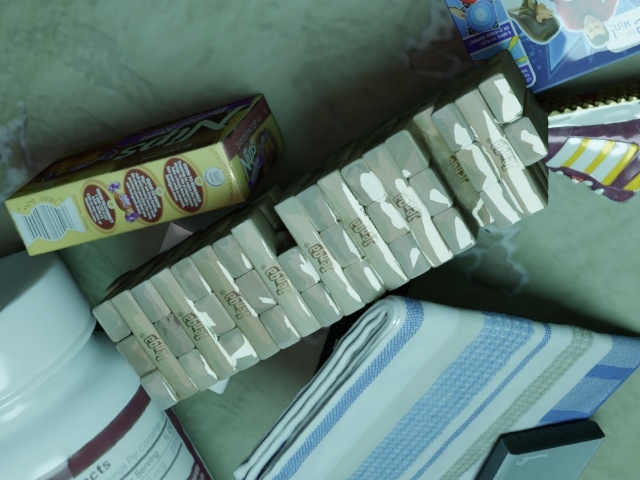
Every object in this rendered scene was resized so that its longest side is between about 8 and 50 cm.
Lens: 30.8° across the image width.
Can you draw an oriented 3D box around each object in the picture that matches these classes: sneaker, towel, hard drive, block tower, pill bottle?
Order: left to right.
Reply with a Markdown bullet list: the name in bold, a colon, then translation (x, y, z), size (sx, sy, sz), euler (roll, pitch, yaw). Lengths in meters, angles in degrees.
- **pill bottle**: translation (-0.207, 0.219, 0.972), size (0.224, 0.224, 0.392), euler (-19, 110, 22)
- **block tower**: translation (0.000, 0.000, 0.791), size (0.335, 0.097, 0.091), euler (-30, 100, 19)
- **towel**: translation (0.097, 0.126, 0.865), size (0.285, 0.034, 0.209), euler (10, 129, -39)
- **hard drive**: translation (0.163, 0.200, 0.942), size (0.094, 0.022, 0.135), euler (-5, 134, -27)
- **sneaker**: translation (0.184, -0.061, 0.821), size (0.185, 0.069, 0.084), euler (-8, 108, 19)

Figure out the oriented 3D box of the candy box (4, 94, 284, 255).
- **candy box**: translation (-0.131, -0.049, 0.886), size (0.186, 0.109, 0.053), euler (-14, 110, 21)

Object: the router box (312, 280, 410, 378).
- **router box**: translation (0.031, 0.074, 0.897), size (0.038, 0.122, 0.092), euler (23, 120, 8)

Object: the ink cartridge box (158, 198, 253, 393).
- **ink cartridge box**: translation (-0.081, 0.028, 0.922), size (0.090, 0.092, 0.143), euler (25, 118, 2)

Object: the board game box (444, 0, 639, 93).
- **board game box**: translation (0.183, -0.186, 0.779), size (0.201, 0.035, 0.136), euler (-19, 109, 23)
